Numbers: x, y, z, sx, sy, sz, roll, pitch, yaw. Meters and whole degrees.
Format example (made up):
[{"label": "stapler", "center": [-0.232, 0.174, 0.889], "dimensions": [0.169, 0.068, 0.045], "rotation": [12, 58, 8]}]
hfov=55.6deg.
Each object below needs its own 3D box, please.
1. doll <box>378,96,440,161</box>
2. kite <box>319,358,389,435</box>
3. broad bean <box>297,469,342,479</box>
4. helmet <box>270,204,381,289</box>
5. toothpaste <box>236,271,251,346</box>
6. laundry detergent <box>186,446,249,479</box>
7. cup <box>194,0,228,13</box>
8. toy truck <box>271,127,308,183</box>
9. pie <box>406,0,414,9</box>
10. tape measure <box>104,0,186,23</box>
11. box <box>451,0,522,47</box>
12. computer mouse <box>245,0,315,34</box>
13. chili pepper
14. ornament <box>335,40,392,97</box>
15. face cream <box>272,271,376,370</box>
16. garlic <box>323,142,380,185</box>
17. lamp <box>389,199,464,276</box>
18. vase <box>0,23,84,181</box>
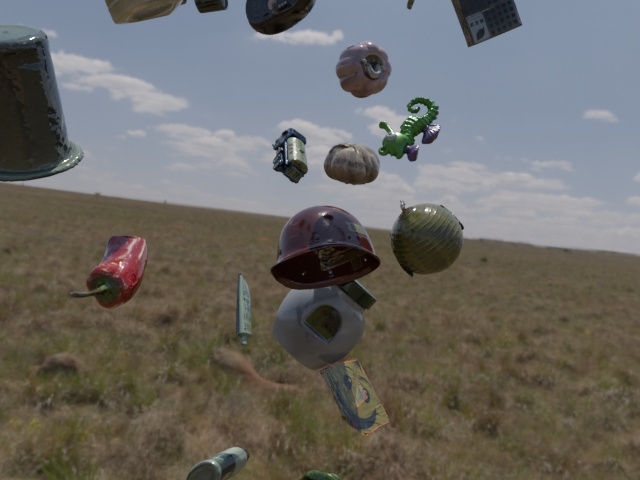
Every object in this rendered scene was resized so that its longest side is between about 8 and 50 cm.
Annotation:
[{"label": "doll", "center": [0.185, -0.233, 1.267], "dimensions": [0.115, 0.190, 0.050], "rotation": [36, -25, 18]}, {"label": "kite", "center": [0.129, 0.557, 2.237], "dimensions": [0.377, 0.013, 0.327], "rotation": [41, 31, -21]}, {"label": "broad bean", "center": [0.005, 0.621, 1.453], "dimensions": [0.049, 0.144, 0.292], "rotation": [-5, -22, -37]}, {"label": "helmet", "center": [0.000, 0.000, 1.982], "dimensions": [0.338, 0.230, 0.385], "rotation": [-23, -27, 31]}, {"label": "toothpaste", "center": [-0.250, 0.227, 1.977], "dimensions": [0.069, 0.268, 0.047], "rotation": [31, -53, -34]}, {"label": "laundry detergent", "center": [-0.246, 0.573, 1.545], "dimensions": [0.070, 0.099, 0.226], "rotation": [48, 11, 16]}, {"label": "cup", "center": [-0.311, -0.677, 1.700], "dimensions": [0.077, 0.078, 0.100], "rotation": [-9, 21, 11]}, {"label": "toy truck", "center": [-0.079, -0.230, 1.650], "dimensions": [0.074, 0.088, 0.201], "rotation": [31, 30, -26]}, {"label": "pie", "center": [0.282, -0.746, 1.846], "dimensions": [0.020, 0.084, 0.084], "rotation": [18, 1, 4]}, {"label": "tape measure", "center": [-0.536, -0.804, 1.956], "dimensions": [0.271, 0.132, 0.231], "rotation": [-27, 13, -37]}, {"label": "box", "center": [0.475, -0.772, 1.841], "dimensions": [0.180, 0.324, 0.047], "rotation": [-25, 8, -10]}, {"label": "computer mouse", "center": [-0.088, -0.611, 1.538], "dimensions": [0.233, 0.137, 0.096], "rotation": [-12, -14, 40]}, {"label": "chili pepper", "center": [-0.556, 0.113, 1.640], "dimensions": [0.135, 0.131, 0.338], "rotation": [5, 26, -5]}, {"label": "ornament", "center": [0.142, -0.548, 1.946], "dimensions": [0.178, 0.177, 0.177], "rotation": [7, 1, 0]}, {"label": "face cream", "center": [0.015, 0.279, 2.238], "dimensions": [0.312, 0.357, 0.219], "rotation": [42, 1, -1]}, {"label": "garlic", "center": [0.119, -0.301, 2.347], "dimensions": [0.228, 0.152, 0.228], "rotation": [6, 18, -2]}, {"label": "lamp", "center": [0.333, -0.021, 2.010], "dimensions": [0.284, 0.250, 0.250], "rotation": [49, -16, -19]}, {"label": "vase", "center": [-0.657, -0.304, 1.318], "dimensions": [0.245, 0.291, 0.245], "rotation": [4, 30, -2]}]
